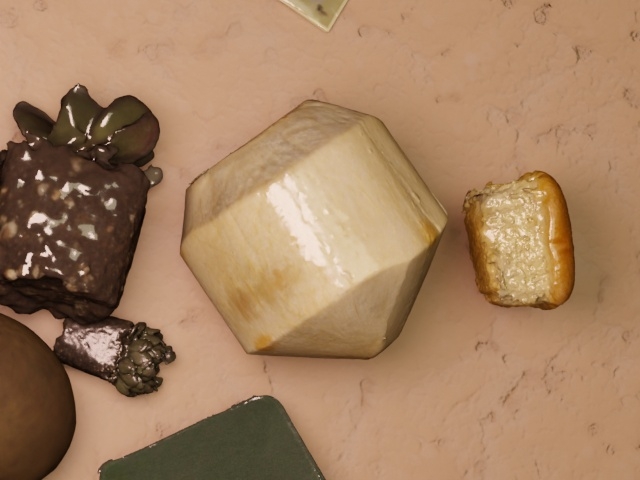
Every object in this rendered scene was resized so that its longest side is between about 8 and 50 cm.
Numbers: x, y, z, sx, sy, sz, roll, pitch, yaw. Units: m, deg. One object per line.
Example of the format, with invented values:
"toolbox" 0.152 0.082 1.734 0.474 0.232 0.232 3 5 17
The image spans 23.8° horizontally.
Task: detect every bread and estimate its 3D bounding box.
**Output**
"bread" 0.248 0.005 1.883 0.121 0.245 0.174 -15 86 -4

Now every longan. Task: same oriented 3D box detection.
"longan" -0.398 0.188 1.734 0.246 0.246 0.215 45 63 -5

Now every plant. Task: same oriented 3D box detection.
"plant" -0.248 0.132 1.836 0.143 0.092 0.094 23 71 -3
"plant" -0.289 -0.051 1.775 0.199 0.188 0.276 14 65 -9

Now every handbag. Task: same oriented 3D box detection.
"handbag" -0.106 0.332 1.791 0.247 0.079 0.260 -23 58 -15

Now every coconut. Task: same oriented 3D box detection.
"coconut" 0.000 0.000 1.806 0.323 0.323 0.323 1 84 -13

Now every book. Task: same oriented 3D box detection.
"book" -0.017 -0.331 1.973 0.111 0.014 0.077 33 78 -7
